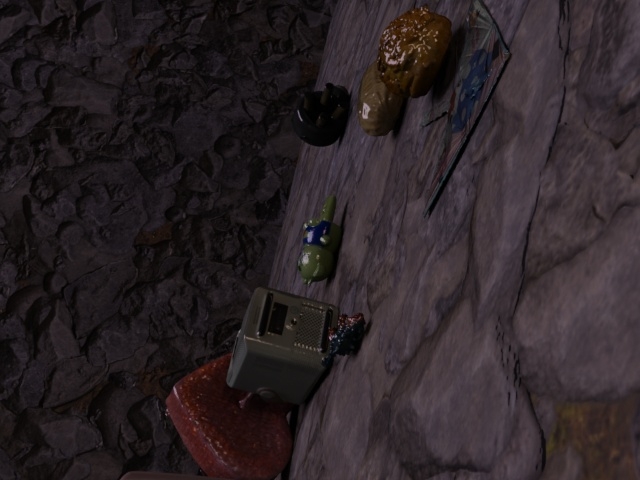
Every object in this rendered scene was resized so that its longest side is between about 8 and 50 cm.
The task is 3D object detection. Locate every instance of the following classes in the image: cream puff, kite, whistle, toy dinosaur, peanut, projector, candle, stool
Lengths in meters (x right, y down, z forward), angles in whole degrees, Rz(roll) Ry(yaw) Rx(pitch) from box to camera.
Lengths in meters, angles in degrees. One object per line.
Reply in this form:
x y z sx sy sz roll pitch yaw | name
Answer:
0.137 -0.284 0.995 0.144 0.103 0.126 91 -159 -76 | cream puff
0.182 -0.191 0.892 0.314 0.011 0.335 154 132 -79 | kite
0.000 0.000 1.506 0.105 0.085 0.227 146 140 -64 | whistle
0.038 0.164 1.075 0.055 0.049 0.154 -87 20 -44 | toy dinosaur
0.116 -0.281 1.251 0.093 0.083 0.194 118 165 -56 | peanut
-0.083 0.221 1.331 0.242 0.177 0.163 115 169 -53 | projector
-0.184 0.359 1.420 0.131 0.287 0.317 121 166 -46 | candle
0.006 -0.393 1.952 0.139 0.153 0.228 120 164 -61 | stool

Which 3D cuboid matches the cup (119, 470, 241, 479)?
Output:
0.009 0.225 0.371 0.288 0.273 0.208 -91 11 -58 | cup
